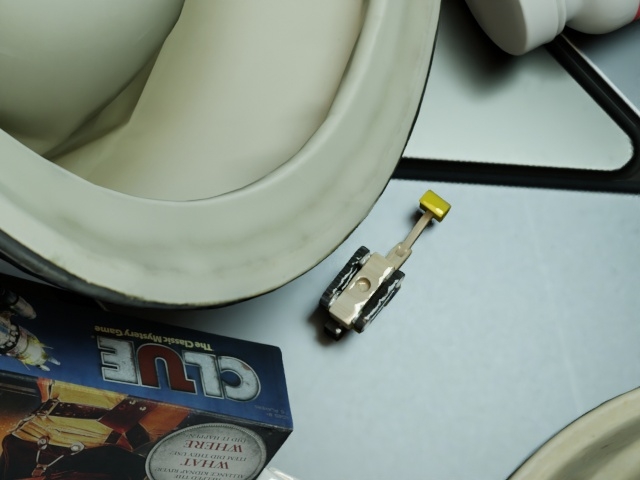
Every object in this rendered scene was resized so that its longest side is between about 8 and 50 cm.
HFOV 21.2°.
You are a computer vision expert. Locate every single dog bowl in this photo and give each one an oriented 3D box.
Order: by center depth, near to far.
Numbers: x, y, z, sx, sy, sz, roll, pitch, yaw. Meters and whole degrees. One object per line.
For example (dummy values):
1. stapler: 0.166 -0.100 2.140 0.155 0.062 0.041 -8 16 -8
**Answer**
1. dog bowl: -0.118 -0.171 0.624 0.150 0.408 0.408 -8 76 34

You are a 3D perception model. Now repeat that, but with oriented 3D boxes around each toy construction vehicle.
1. toy construction vehicle: 0.000 0.000 0.767 0.086 0.035 0.098 33 73 12

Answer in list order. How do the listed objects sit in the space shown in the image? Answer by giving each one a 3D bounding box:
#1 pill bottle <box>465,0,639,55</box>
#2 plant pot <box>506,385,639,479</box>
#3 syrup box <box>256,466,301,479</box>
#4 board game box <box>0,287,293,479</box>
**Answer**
1. pill bottle: 0.144 -0.149 0.785 0.160 0.087 0.087 -29 83 -12
2. plant pot: 0.224 0.190 0.613 0.334 0.305 0.334 2 78 -7
3. syrup box: -0.048 0.214 0.681 0.096 0.093 0.237 34 76 1
4. board game box: -0.155 0.081 0.625 0.243 0.165 0.042 14 42 -25
